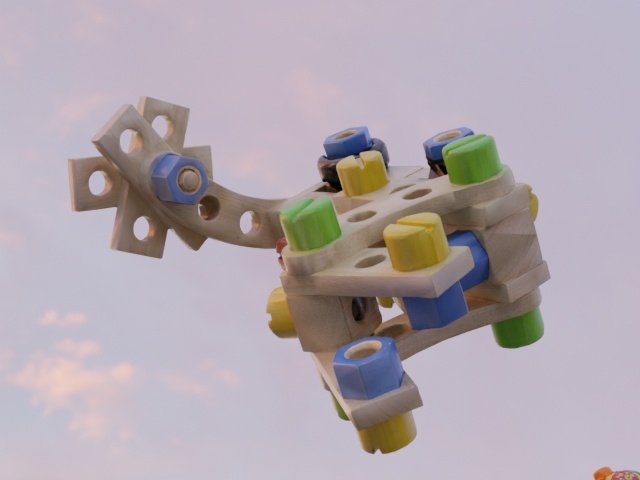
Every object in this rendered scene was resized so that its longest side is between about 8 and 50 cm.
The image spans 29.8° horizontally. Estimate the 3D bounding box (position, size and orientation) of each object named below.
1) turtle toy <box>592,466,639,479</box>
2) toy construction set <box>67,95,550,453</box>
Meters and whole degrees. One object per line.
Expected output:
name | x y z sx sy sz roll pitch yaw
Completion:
turtle toy | 0.275 0.250 1.087 0.095 0.130 0.066 2 -65 24
toy construction set | 0.000 0.000 0.718 0.327 0.215 0.151 24 -46 45
